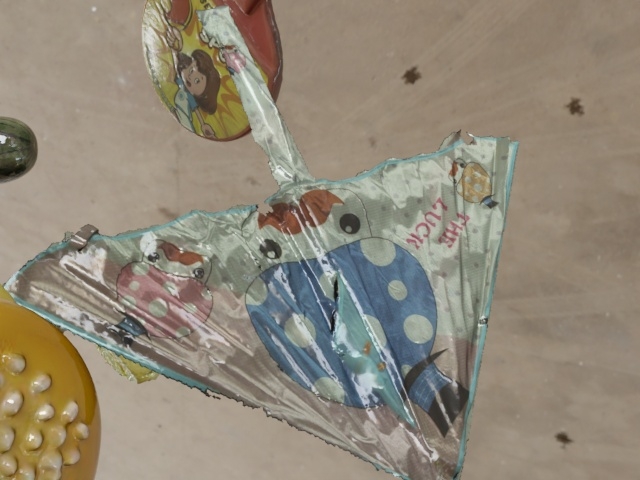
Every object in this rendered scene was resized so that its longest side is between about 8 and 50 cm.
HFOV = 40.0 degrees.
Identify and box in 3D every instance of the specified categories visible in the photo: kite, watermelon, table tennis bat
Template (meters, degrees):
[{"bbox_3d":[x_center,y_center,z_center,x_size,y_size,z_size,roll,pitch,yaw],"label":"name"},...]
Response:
[{"bbox_3d":[0.000,0.000,0.556,0.368,0.406,0.014,64,148,14],"label":"kite"},{"bbox_3d":[-0.367,-0.099,0.977,0.111,0.078,0.078,-10,133,21],"label":"watermelon"},{"bbox_3d":[-0.103,-0.229,0.956,0.200,0.038,0.310,53,140,3],"label":"table tennis bat"}]

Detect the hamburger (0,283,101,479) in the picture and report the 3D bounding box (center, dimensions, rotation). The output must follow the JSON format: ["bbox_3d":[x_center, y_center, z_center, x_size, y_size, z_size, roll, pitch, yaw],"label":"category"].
[{"bbox_3d":[-0.165,0.085,0.348,0.115,0.162,0.162,14,144,33],"label":"hamburger"}]

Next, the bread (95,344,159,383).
[{"bbox_3d":[-0.241,0.088,1.067,0.156,0.103,0.110,35,156,41],"label":"bread"}]

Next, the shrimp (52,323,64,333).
[{"bbox_3d":[-0.420,0.112,0.951,0.287,0.185,0.068,3,135,-6],"label":"shrimp"}]
